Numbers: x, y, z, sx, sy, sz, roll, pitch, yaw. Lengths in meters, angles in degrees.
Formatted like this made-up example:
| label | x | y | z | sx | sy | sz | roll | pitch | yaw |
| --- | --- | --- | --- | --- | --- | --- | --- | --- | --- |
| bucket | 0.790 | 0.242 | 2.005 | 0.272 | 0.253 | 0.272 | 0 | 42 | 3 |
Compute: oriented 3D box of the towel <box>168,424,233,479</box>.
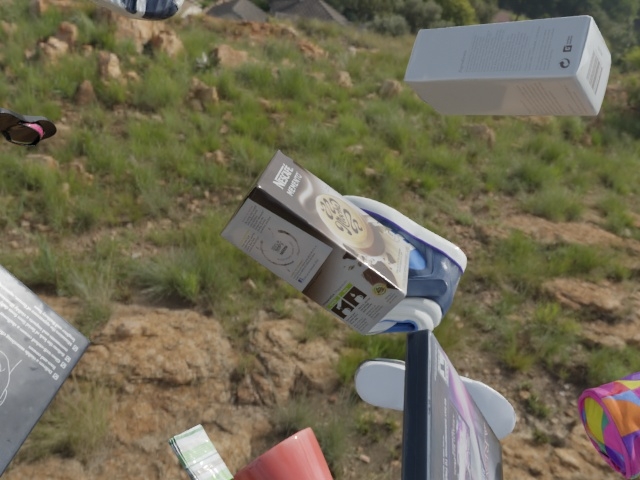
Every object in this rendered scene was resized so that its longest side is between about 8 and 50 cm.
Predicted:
| label | x | y | z | sx | sy | sz | roll | pitch | yaw |
| --- | --- | --- | --- | --- | --- | --- | --- | --- | --- |
| towel | -0.274 | 0.506 | 1.440 | 0.152 | 0.023 | 0.113 | 51 | 25 | 17 |

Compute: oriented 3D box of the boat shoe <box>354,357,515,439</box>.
| label | x | y | z | sx | sy | sz | roll | pitch | yaw |
| --- | --- | --- | --- | --- | --- | --- | --- | --- | --- |
| boat shoe | 0.210 | 0.289 | 1.166 | 0.301 | 0.108 | 0.102 | 13 | 5 | 3 |

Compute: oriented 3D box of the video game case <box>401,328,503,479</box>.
| label | x | y | z | sx | sy | sz | roll | pitch | yaw |
| --- | --- | --- | --- | --- | --- | --- | --- | --- | --- |
| video game case | 0.125 | 0.228 | 0.543 | 0.026 | 0.274 | 0.196 | -11 | 50 | 24 |

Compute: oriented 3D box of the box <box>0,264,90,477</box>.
| label | x | y | z | sx | sy | sz | roll | pitch | yaw |
| --- | --- | --- | --- | --- | --- | --- | --- | --- | --- |
| box | -0.724 | 0.286 | 1.258 | 0.293 | 0.212 | 0.395 | 50 | 34 | -23 |

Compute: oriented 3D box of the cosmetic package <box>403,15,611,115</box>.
| label | x | y | z | sx | sy | sz | roll | pitch | yaw |
| --- | --- | --- | --- | --- | --- | --- | --- | --- | --- |
| cosmetic package | 0.241 | -0.222 | 0.812 | 0.231 | 0.085 | 0.117 | 12 | -8 | 38 |

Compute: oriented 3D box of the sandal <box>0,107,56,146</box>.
| label | x | y | z | sx | sy | sz | roll | pitch | yaw |
| --- | --- | --- | --- | --- | --- | --- | --- | --- | --- |
| sandal | -0.522 | -0.189 | 1.086 | 0.040 | 0.067 | 0.179 | 54 | 7 | 3 |

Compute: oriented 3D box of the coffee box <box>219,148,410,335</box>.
| label | x | y | z | sx | sy | sz | roll | pitch | yaw |
| --- | --- | --- | --- | --- | --- | --- | --- | --- | --- |
| coffee box | 0.000 | 0.000 | 1.054 | 0.297 | 0.119 | 0.168 | 35 | 29 | -10 |

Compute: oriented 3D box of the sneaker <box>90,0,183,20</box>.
| label | x | y | z | sx | sy | sz | roll | pitch | yaw |
| --- | --- | --- | --- | --- | --- | --- | --- | --- | --- |
| sneaker | -0.234 | -0.253 | 0.531 | 0.235 | 0.094 | 0.153 | 19 | -3 | -21 |

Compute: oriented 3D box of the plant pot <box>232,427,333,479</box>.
| label | x | y | z | sx | sy | sz | roll | pitch | yaw |
| --- | --- | --- | --- | --- | --- | --- | --- | --- | --- |
| plant pot | -0.078 | 0.701 | 1.740 | 0.275 | 0.275 | 0.243 | -20 | 67 | -38 |

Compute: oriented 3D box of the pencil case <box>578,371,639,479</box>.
| label | x | y | z | sx | sy | sz | roll | pitch | yaw |
| --- | --- | --- | --- | --- | --- | --- | --- | --- | --- |
| pencil case | 0.396 | 0.172 | 0.642 | 0.236 | 0.104 | 0.104 | -15 | 37 | 0 |

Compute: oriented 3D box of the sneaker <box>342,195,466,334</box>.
| label | x | y | z | sx | sy | sz | roll | pitch | yaw |
| --- | --- | --- | --- | --- | --- | --- | --- | --- | --- |
| sneaker | 0.111 | 0.066 | 1.254 | 0.323 | 0.130 | 0.236 | 27 | 68 | 15 |
